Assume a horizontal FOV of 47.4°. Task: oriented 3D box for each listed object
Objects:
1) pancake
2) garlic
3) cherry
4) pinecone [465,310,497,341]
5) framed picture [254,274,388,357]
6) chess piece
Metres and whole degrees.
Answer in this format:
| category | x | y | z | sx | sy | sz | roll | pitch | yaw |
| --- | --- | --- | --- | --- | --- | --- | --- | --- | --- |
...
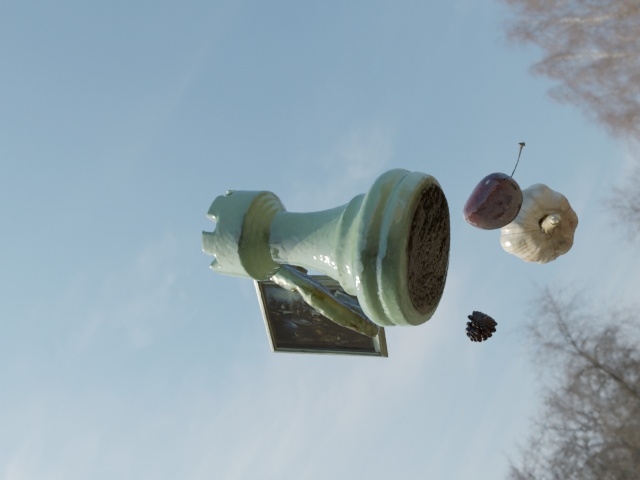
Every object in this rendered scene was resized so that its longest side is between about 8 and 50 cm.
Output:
| category | x | y | z | sx | sy | sz | roll | pitch | yaw |
| --- | --- | --- | --- | --- | --- | --- | --- | --- | --- |
| pancake | -0.003 | 0.085 | 1.213 | 0.037 | 0.253 | 0.253 | -58 | -35 | 1 |
| garlic | 0.537 | -0.046 | 1.728 | 0.199 | 0.199 | 0.226 | -50 | -1 | -6 |
| cherry | 0.377 | -0.102 | 1.582 | 0.148 | 0.115 | 0.188 | -11 | -36 | -7 |
| pinecone | 0.388 | 0.214 | 1.778 | 0.077 | 0.077 | 0.083 | -23 | -41 | -37 |
| framed picture | 0.000 | 0.179 | 1.679 | 0.019 | 0.296 | 0.232 | -63 | -33 | -55 |
| chess piece | 0.000 | 0.000 | 0.939 | 0.194 | 0.299 | 0.194 | -18 | -69 | -60 |
